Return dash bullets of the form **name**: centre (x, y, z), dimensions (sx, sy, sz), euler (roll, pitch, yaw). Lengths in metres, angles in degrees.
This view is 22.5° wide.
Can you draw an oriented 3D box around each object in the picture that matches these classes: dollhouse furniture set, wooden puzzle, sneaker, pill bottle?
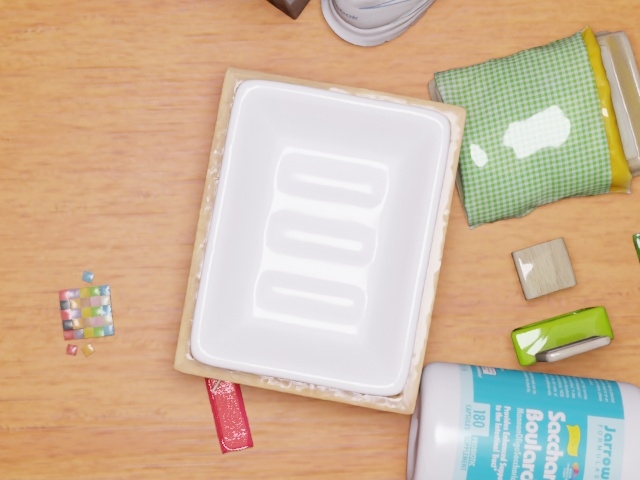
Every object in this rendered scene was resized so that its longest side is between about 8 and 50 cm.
- **dollhouse furniture set**: centre (0.239, -0.049, 1.510), dimensions (0.197, 0.151, 0.301), euler (-16, 88, -2)
- **wooden puzzle**: centre (-0.227, 0.071, 1.566), dimensions (0.049, 0.006, 0.083), euler (-7, 88, -2)
- **sneaker**: centre (0.131, -0.297, 1.529), dimensions (0.297, 0.129, 0.111), euler (-42, 87, -4)
- **pill bottle**: centre (0.217, 0.197, 1.503), dimensions (0.264, 0.146, 0.146), euler (6, 88, -1)

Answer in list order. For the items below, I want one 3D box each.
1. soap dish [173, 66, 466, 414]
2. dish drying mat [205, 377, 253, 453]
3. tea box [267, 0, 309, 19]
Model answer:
- **soap dish**: centre (0.000, 0.000, 1.515), dimensions (0.229, 0.118, 0.291), euler (10, 88, 2)
- **dish drying mat**: centre (-0.090, 0.163, 1.565), dimensions (0.032, 0.008, 0.083), euler (-13, 88, -3)
- **tea box**: centre (-0.060, -0.432, 1.471), dimensions (0.323, 0.220, 0.329), euler (35, 93, 0)
